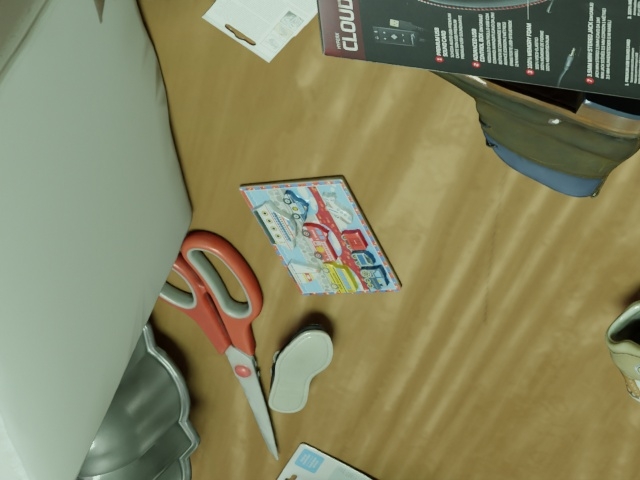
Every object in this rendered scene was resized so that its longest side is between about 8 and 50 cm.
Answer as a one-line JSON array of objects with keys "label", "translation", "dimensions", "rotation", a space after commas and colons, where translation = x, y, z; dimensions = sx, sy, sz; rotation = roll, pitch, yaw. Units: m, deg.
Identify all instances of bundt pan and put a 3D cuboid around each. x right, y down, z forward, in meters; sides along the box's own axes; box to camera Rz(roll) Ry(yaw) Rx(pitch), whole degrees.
[{"label": "bundt pan", "translation": [-0.284, 0.179, 1.585], "dimensions": [0.330, 0.124, 0.331], "rotation": [10, 121, 17]}]

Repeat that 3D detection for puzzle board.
[{"label": "puzzle board", "translation": [0.000, 0.000, 1.410], "dimensions": [0.096, 0.011, 0.128], "rotation": [-4, 133, 29]}]

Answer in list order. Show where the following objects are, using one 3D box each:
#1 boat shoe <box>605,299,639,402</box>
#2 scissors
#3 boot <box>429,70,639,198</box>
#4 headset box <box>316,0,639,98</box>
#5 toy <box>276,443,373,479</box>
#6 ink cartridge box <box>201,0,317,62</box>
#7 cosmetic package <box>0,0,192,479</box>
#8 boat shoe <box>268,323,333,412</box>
[{"label": "boat shoe", "translation": [0.339, 0.069, 1.244], "dimensions": [0.103, 0.113, 0.302], "rotation": [39, 139, -27]}, {"label": "scissors", "translation": [-0.065, 0.103, 1.549], "dimensions": [0.109, 0.021, 0.297], "rotation": [-8, 130, 30]}, {"label": "boot", "translation": [0.118, -0.096, 1.190], "dimensions": [0.219, 0.082, 0.106], "rotation": [21, 138, 0]}, {"label": "headset box", "translation": [0.114, -0.209, 1.040], "dimensions": [0.293, 0.110, 0.218], "rotation": [9, 138, 17]}, {"label": "toy", "translation": [0.059, 0.298, 1.682], "dimensions": [0.237, 0.056, 0.137], "rotation": [26, 140, -4]}, {"label": "ink cartridge box", "translation": [-0.029, -0.177, 1.210], "dimensions": [0.063, 0.029, 0.115], "rotation": [33, 141, -13]}, {"label": "cosmetic package", "translation": [-0.350, -0.042, 1.283], "dimensions": [0.393, 0.327, 0.329], "rotation": [7, 138, 18]}, {"label": "boat shoe", "translation": [-0.018, 0.104, 1.516], "dimensions": [0.046, 0.038, 0.125], "rotation": [6, 143, -9]}]
